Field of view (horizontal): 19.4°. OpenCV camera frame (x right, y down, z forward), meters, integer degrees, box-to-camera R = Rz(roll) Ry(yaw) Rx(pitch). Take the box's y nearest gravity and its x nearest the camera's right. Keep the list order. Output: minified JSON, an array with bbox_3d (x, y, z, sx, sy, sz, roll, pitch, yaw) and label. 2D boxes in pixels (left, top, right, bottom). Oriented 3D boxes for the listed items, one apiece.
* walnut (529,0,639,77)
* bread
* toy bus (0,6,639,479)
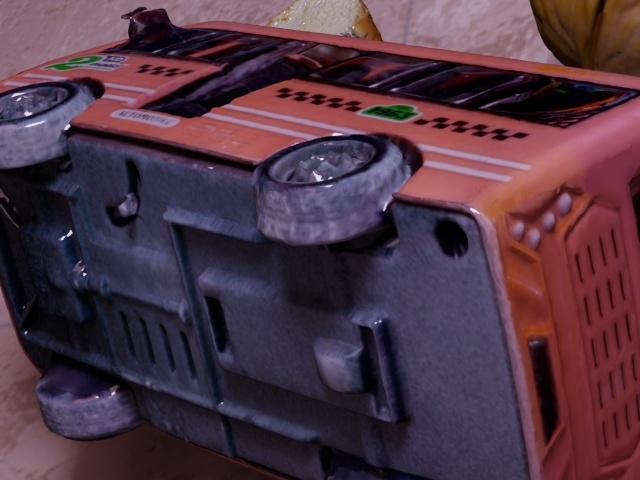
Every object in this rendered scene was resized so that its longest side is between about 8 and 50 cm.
[{"bbox_3d":[0.207,-0.166,1.077,0.167,0.167,0.207,11,58,44],"label":"walnut"},{"bbox_3d":[0.007,-0.123,1.256,0.077,0.070,0.083,-35,38,0],"label":"bread"},{"bbox_3d":[0.000,0.000,0.993,0.233,0.203,0.427,-29,28,-35],"label":"toy bus"}]
